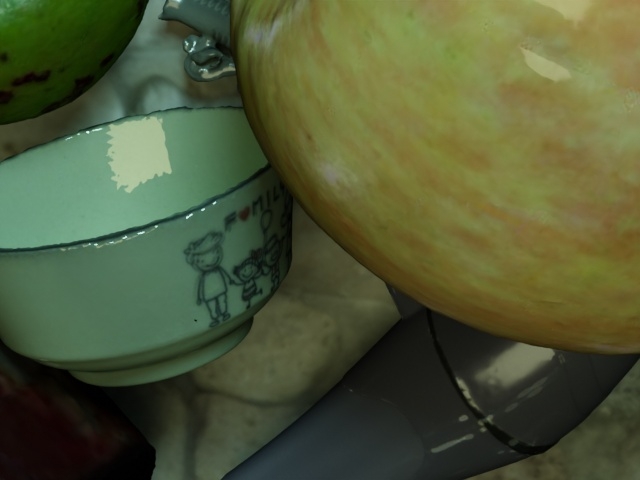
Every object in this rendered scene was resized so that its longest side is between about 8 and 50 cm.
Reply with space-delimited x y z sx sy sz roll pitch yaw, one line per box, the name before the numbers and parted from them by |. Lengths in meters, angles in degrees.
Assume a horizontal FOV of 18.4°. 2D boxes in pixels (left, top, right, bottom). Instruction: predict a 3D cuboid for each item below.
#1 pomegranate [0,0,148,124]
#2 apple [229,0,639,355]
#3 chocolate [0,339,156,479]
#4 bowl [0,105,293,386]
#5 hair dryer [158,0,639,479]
pomegranate | -0.161 -0.175 1.131 0.286 0.231 0.231 7 106 -3
apple | 0.141 -0.139 0.998 0.346 0.391 0.391 14 107 -13
chocolate | -0.327 0.162 1.177 0.331 0.383 0.384 36 108 6
bowl | -0.104 0.010 1.126 0.211 0.211 0.112 -10 110 12
hair dryer | 0.000 0.000 1.217 0.301 0.121 0.361 -33 88 25
